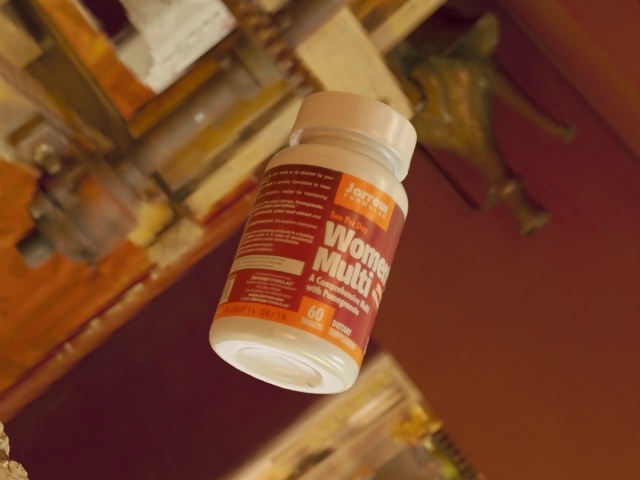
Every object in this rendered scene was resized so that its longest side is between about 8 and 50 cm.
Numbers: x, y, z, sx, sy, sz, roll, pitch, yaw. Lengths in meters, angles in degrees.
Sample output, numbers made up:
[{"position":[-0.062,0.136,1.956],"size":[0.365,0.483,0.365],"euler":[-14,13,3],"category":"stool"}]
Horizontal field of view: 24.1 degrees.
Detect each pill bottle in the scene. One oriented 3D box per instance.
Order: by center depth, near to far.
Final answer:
[{"position":[0.000,0.000,1.193],"size":[0.121,0.121,0.221],"euler":[76,30,-66],"category":"pill bottle"}]

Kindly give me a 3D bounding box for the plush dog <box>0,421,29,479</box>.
[{"position":[-0.345,0.236,1.437],"size":[0.210,0.225,0.262],"euler":[-23,170,0],"category":"plush dog"}]
